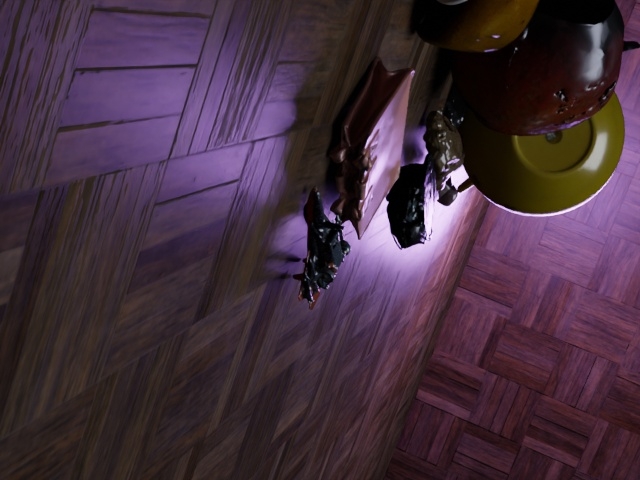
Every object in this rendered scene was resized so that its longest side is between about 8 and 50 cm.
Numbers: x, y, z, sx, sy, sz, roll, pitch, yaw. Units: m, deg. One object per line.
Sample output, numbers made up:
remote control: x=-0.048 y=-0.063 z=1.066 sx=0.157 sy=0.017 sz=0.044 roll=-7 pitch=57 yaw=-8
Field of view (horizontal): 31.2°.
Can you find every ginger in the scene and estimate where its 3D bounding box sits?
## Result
ginger: x=0.217 y=-0.161 z=2.084 sx=0.290 sy=0.084 sz=0.122 roll=38 pitch=42 yaw=-78

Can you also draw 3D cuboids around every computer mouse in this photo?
computer mouse: x=0.146 y=-0.061 z=1.892 sx=0.241 sy=0.077 sz=0.146 roll=-58 pitch=145 yaw=-70

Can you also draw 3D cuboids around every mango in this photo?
mango: x=0.242 y=-0.382 z=1.561 sx=0.287 sy=0.153 sz=0.201 roll=111 pitch=-1 yaw=-47

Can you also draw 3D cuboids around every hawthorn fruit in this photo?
hawthorn fruit: x=0.358 y=-0.322 z=1.907 sx=0.316 sy=0.316 sz=0.316 roll=22 pitch=90 yaw=-78

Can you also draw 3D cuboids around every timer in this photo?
timer: x=0.442 y=-0.220 z=2.374 sx=0.387 sy=0.376 sz=0.376 roll=-86 pitch=-162 yaw=-87

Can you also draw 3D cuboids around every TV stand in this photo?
TV stand: x=0.271 y=-0.318 z=2.103 sx=0.042 sy=0.036 sz=0.249 roll=-49 pitch=158 yaw=-54

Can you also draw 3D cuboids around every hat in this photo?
hat: x=0.286 y=-0.112 z=2.526 sx=0.058 sy=0.042 sz=0.087 roll=-50 pitch=159 yaw=-57

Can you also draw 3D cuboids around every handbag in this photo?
handbag: x=0.063 y=-0.118 z=1.497 sx=0.212 sy=0.059 sz=0.157 roll=93 pitch=21 yaw=-53

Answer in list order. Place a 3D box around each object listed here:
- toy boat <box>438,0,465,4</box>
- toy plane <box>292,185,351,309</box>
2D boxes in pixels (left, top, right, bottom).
toy boat: x=0.187 y=-0.406 z=1.359 sx=0.141 sy=0.141 sz=0.269 roll=94 pitch=21 yaw=-56
toy plane: x=0.003 y=0.001 z=1.441 sx=0.130 sy=0.061 sz=0.189 roll=-58 pitch=165 yaw=-35
